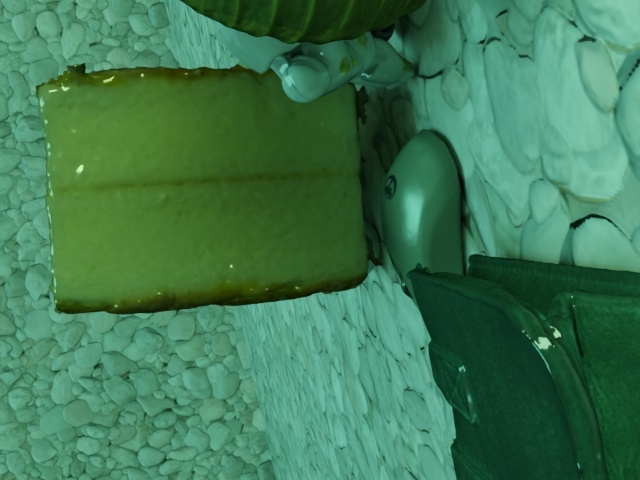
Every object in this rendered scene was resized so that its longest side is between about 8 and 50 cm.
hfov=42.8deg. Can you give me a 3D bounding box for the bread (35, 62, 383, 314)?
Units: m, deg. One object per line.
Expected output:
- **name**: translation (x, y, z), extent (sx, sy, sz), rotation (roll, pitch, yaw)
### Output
- **bread**: translation (-0.120, -0.041, 0.773), extent (0.279, 0.279, 0.206), rotation (177, 86, -71)

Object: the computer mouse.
- **computer mouse**: translation (0.082, -0.001, 0.689), extent (0.089, 0.056, 0.181), rotation (-118, 17, -63)

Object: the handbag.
- **handbag**: translation (0.150, 0.172, 0.500), extent (0.238, 0.089, 0.326), rotation (-165, 60, -77)

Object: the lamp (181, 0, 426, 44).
- **lamp**: translation (-0.035, -0.219, 0.429), extent (0.250, 0.284, 0.250), rotation (161, 90, -76)

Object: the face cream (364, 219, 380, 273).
- **face cream**: translation (0.000, 0.000, 1.007), extent (0.250, 0.077, 0.077), rotation (-165, 62, -76)

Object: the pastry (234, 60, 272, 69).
- **pastry**: translation (-0.060, -0.168, 1.062), extent (0.156, 0.092, 0.156), rotation (169, 90, -79)

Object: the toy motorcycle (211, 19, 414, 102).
- **toy motorcycle**: translation (-0.011, -0.164, 0.606), extent (0.074, 0.229, 0.151), rotation (-31, 64, 35)
